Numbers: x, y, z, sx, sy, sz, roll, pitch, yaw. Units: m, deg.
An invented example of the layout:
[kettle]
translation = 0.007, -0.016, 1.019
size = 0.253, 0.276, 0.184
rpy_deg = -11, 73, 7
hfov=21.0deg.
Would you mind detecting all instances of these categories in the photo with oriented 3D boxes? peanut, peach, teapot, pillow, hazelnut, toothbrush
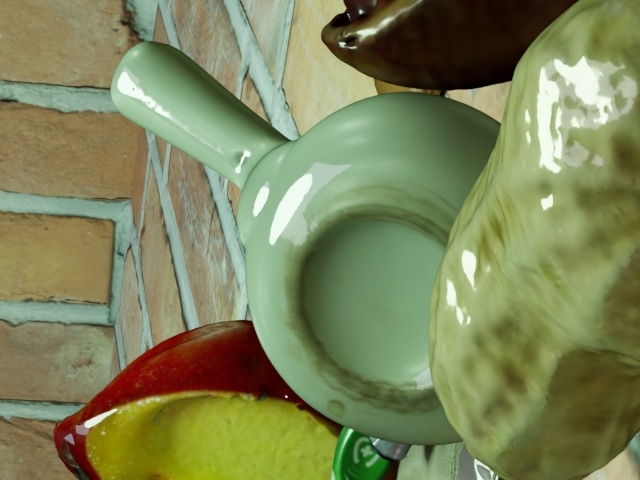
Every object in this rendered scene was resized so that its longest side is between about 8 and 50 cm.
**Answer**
[peanut]
translation = 0.133, 0.006, 0.794
size = 0.325, 0.140, 0.153
rpy_deg = 106, 146, -48
[peach]
translation = -0.061, 0.137, 1.322
size = 0.154, 0.267, 0.159
rpy_deg = -78, 0, -66
[teapot]
translation = 0.021, -0.026, 1.014
size = 0.220, 0.318, 0.149
rpy_deg = -38, 0, 29
[pillow]
translation = 0.091, 0.127, 1.147
size = 0.232, 0.038, 0.131
rpy_deg = 161, 122, -77
[hazelnut]
translation = 0.085, -0.186, 0.998
size = 0.170, 0.160, 0.202
rpy_deg = 3, 85, 63
[toothbrush]
translation = 0.028, 0.154, 1.224
size = 0.040, 0.042, 0.418
rpy_deg = -94, 25, -61

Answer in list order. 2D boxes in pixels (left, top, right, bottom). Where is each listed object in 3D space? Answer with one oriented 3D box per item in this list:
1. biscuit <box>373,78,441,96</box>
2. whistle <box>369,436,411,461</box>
[biscuit]
translation = 0.072, -0.194, 1.353
size = 0.192, 0.036, 0.186
rpy_deg = -103, 23, -50
[whistle]
translation = 0.085, 0.067, 1.110
size = 0.176, 0.033, 0.033
rpy_deg = -59, 20, 15
